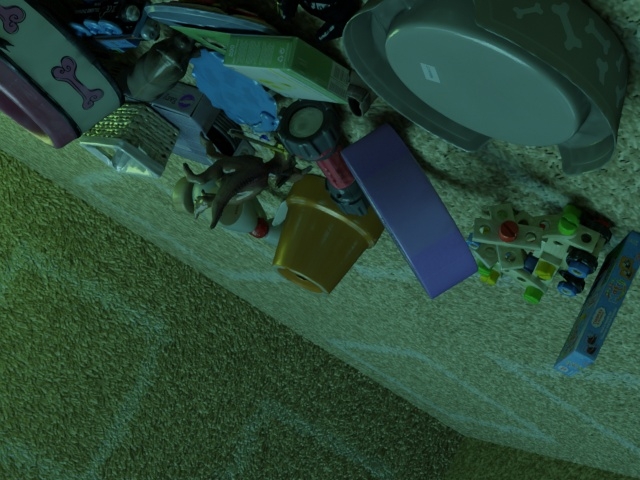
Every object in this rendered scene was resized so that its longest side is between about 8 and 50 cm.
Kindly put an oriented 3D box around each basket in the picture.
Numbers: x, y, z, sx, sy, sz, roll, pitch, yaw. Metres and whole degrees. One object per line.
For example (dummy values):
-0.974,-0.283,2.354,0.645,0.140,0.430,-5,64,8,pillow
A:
-0.361,-0.194,2.247,0.113,0.103,0.167,38,164,-36,basket

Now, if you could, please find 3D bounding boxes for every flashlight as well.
0.021,-0.134,2.017,0.103,0.103,0.304,17,162,27,flashlight

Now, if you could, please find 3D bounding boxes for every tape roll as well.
0.138,-0.046,1.846,0.275,0.090,0.275,59,-178,-3,tape roll

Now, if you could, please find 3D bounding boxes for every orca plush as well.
-0.036,-0.315,1.462,0.151,0.102,0.287,23,166,20,orca plush

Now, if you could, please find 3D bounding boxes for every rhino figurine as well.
-0.245,-0.288,1.895,0.073,0.106,0.243,45,156,-11,rhino figurine

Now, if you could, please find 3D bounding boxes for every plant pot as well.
0.000,0.000,2.353,0.205,0.188,0.205,26,166,7,plant pot

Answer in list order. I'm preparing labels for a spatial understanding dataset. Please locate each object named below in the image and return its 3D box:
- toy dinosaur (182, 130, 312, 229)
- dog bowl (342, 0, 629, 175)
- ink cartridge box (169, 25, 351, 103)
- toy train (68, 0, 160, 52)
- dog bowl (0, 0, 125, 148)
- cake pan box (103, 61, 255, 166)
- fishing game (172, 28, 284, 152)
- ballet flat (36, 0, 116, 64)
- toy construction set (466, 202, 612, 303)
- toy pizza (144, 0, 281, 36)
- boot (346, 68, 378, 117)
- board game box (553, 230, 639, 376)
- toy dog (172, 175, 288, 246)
-0.127,-0.117,2.105,0.200,0.127,0.296,-3,-159,8,toy dinosaur
0.202,-0.209,1.393,0.349,0.102,0.349,26,166,7,dog bowl
-0.090,-0.260,1.741,0.235,0.056,0.171,10,175,32,ink cartridge box
-0.336,-0.360,1.941,0.105,0.080,0.184,27,167,-40,toy train
-0.551,-0.326,2.096,0.408,0.150,0.408,37,170,8,dog bowl
-0.281,-0.235,2.300,0.267,0.070,0.246,20,166,30,cake pan box
-0.139,-0.256,1.975,0.189,0.041,0.264,18,149,39,fishing game
-0.473,-0.394,2.105,0.250,0.058,0.084,36,164,-28,ballet flat
0.331,0.005,1.863,0.215,0.151,0.327,26,177,10,toy construction set
-0.153,-0.322,1.701,0.201,0.032,0.201,11,-179,0,toy pizza
0.072,-0.212,1.662,0.042,0.087,0.118,18,163,33,boot
0.437,0.102,1.835,0.039,0.211,0.160,26,166,6,board game box
-0.158,-0.095,2.491,0.220,0.161,0.333,19,179,22,toy dog
